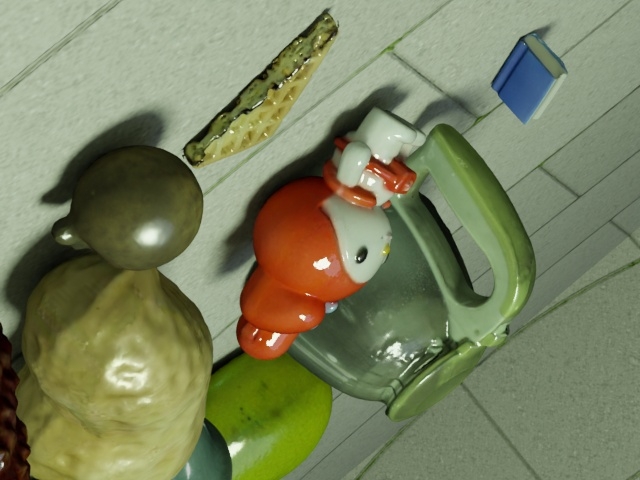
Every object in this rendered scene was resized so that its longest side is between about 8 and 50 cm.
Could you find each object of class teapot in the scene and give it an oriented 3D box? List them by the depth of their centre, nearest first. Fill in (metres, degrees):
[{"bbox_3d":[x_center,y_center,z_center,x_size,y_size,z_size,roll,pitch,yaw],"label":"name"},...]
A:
[{"bbox_3d":[0.104,0.052,1.617,0.321,0.239,0.239,-43,165,11],"label":"teapot"}]

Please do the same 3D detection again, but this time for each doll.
[{"bbox_3d":[0.000,0.000,1.437,0.290,0.130,0.161,-57,167,10],"label":"doll"}]

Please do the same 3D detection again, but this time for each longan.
[{"bbox_3d":[-0.149,-0.022,1.115,0.119,0.106,0.106,-23,163,-4],"label":"longan"}]

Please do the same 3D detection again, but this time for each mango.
[{"bbox_3d":[-0.099,0.240,1.839,0.273,0.149,0.185,-30,150,-30],"label":"mango"}]

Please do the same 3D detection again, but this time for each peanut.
[{"bbox_3d":[-0.194,0.126,1.301,0.192,0.169,0.387,-31,159,-23],"label":"peanut"}]

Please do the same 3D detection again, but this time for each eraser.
[{"bbox_3d":[0.229,-0.177,1.576,0.027,0.063,0.085,-26,159,-32],"label":"eraser"}]

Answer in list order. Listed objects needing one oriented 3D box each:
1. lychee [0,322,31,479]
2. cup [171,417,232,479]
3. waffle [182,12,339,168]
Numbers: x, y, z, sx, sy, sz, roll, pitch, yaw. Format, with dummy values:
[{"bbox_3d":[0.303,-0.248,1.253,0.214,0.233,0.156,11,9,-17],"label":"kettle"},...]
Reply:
[{"bbox_3d":[-0.311,0.124,0.929,0.271,0.236,0.236,0,142,-40],"label":"lychee"},{"bbox_3d":[-0.201,0.219,1.572,0.199,0.199,0.150,-32,145,-23],"label":"cup"},{"bbox_3d":[-0.049,-0.122,1.187,0.097,0.023,0.153,-25,161,-43],"label":"waffle"}]
